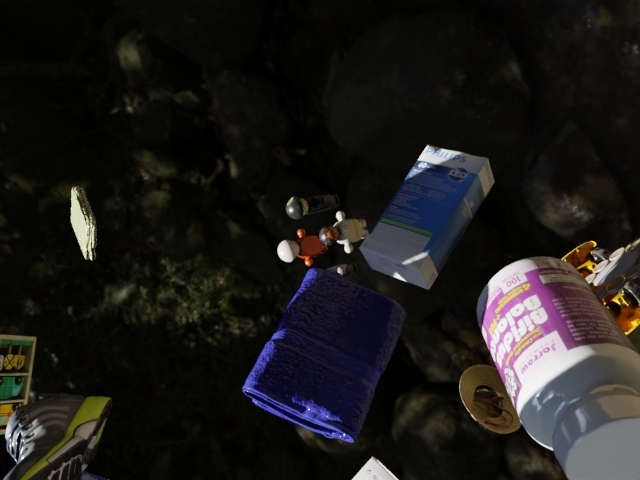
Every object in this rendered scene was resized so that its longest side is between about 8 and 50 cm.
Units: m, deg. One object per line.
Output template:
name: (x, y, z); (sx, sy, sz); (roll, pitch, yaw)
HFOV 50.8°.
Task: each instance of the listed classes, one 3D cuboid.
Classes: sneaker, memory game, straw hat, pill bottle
sneaker: (-0.389, 0.293, 0.940); (0.121, 0.111, 0.300); (14, -176, -4)
memory game: (0.550, 0.056, 1.248); (0.012, 0.186, 0.186); (47, 156, 0)
straw hat: (0.322, 0.322, 1.318); (0.144, 0.144, 0.061); (46, 141, 19)
pill bottle: (0.322, 0.165, 0.878); (0.301, 0.169, 0.169); (-99, -10, -59)

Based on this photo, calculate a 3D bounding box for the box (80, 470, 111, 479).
box: (-0.351, 0.380, 0.937); (0.109, 0.042, 0.178); (19, -165, 0)

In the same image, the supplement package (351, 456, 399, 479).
supplement package: (0.143, 0.539, 1.229); (0.204, 0.145, 0.262); (38, 168, 28)

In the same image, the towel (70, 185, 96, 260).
towel: (-0.512, -0.038, 1.461); (0.148, 0.027, 0.110); (53, 139, 37)

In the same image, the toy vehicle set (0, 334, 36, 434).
toy vehicle set: (-0.564, 0.229, 1.068); (0.035, 0.166, 0.267); (1, 170, 16)

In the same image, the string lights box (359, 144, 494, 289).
string lights box: (0.201, -0.050, 1.250); (0.133, 0.260, 0.077); (20, 156, 37)

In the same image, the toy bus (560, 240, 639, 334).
toy bus: (0.645, 0.137, 1.632); (0.220, 0.149, 0.211); (53, 171, 12)

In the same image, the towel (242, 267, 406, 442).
towel: (0.016, 0.216, 1.301); (0.227, 0.308, 0.076); (24, 147, 7)

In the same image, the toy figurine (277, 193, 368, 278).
toy figurine: (0.000, 0.000, 1.723); (0.209, 0.148, 0.213); (45, 132, 38)
